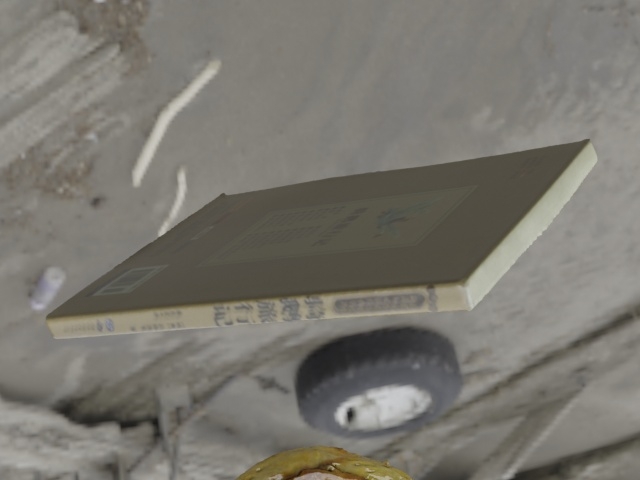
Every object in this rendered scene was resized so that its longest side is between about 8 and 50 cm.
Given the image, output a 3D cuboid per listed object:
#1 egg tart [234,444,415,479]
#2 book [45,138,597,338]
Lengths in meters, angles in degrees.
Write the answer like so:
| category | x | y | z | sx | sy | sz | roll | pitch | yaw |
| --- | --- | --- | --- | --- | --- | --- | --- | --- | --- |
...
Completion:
| category | x | y | z | sx | sy | sz | roll | pitch | yaw |
| --- | --- | --- | --- | --- | --- | --- | --- | --- | --- |
| egg tart | 0.006 | 0.347 | 1.249 | 0.290 | 0.290 | 0.115 | -4 | 175 | -11 |
| book | 0.000 | 0.000 | 0.817 | 0.310 | 0.217 | 0.021 | -6 | 111 | 34 |
